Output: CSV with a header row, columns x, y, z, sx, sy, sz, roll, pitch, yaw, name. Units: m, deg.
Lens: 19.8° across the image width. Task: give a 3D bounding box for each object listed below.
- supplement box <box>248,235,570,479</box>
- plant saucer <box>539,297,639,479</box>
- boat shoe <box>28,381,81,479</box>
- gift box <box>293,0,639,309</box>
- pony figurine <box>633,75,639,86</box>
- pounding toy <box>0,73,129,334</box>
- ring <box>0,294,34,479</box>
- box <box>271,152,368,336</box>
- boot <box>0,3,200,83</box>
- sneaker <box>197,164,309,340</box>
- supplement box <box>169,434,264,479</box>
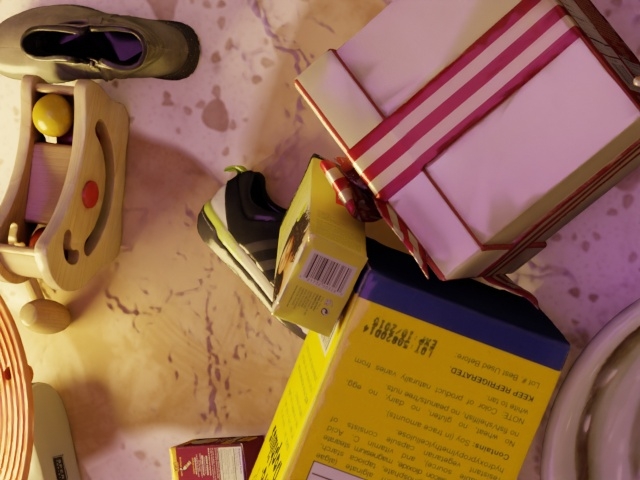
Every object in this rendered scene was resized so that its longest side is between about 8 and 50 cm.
x,y,z,sx,sy,sz,roll,pitch,yaw,name
0.056,0.201,1.662,0.194,0.195,0.356,21,98,-7,supplement box
0.398,0.217,1.614,0.401,0.100,0.400,2,94,23,plant saucer
-0.303,0.285,1.913,0.088,0.096,0.267,-15,86,27,boat shoe
0.153,-0.094,1.616,0.258,0.255,0.276,-39,73,18,gift box
0.456,-0.224,1.449,0.364,0.303,0.351,7,119,-12,pony figurine
-0.299,-0.034,1.858,0.155,0.154,0.269,7,95,22,pounding toy
-0.395,0.181,1.924,0.337,0.032,0.336,-2,86,45,ring
0.000,0.000,1.643,0.058,0.232,0.087,23,107,-7,box
-0.256,-0.200,1.826,0.247,0.161,0.083,3,94,22,boot
-0.023,0.016,1.785,0.235,0.084,0.097,42,104,14,sneaker
-0.103,0.223,1.846,0.083,0.055,0.043,-6,91,22,supplement box
